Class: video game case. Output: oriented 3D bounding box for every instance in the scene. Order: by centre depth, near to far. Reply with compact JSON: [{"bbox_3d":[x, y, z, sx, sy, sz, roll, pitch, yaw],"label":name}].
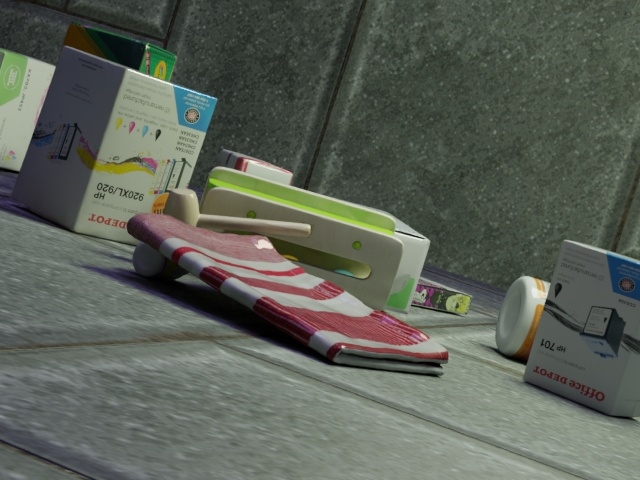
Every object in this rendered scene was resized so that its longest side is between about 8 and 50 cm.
[{"bbox_3d":[0.118,0.070,2.530,0.232,0.041,0.210,20,4,40],"label":"video game case"}]

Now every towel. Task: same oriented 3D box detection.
[{"bbox_3d":[-0.034,0.058,1.615,0.329,0.037,0.237,30,10,35],"label":"towel"}]

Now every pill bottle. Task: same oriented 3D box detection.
[{"bbox_3d":[-0.184,0.024,1.696,0.043,0.043,0.083,19,3,24],"label":"pill bottle"},{"bbox_3d":[0.375,0.137,2.095,0.216,0.121,0.121,18,3,-10],"label":"pill bottle"}]

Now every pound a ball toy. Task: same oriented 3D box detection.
[{"bbox_3d":[-0.058,0.013,1.898,0.319,0.135,0.208,15,15,-7],"label":"pound a ball toy"}]

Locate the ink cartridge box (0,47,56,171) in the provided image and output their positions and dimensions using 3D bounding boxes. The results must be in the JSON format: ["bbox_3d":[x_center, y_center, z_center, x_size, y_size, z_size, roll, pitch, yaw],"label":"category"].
[{"bbox_3d":[-0.544,-0.232,2.628,0.119,0.207,0.353,17,3,22],"label":"ink cartridge box"}]

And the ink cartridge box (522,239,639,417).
[{"bbox_3d":[0.353,0.110,1.802,0.140,0.190,0.082,20,5,40],"label":"ink cartridge box"}]

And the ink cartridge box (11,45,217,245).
[{"bbox_3d":[-0.288,-0.126,2.004,0.171,0.232,0.168,15,6,-44],"label":"ink cartridge box"}]

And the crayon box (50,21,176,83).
[{"bbox_3d":[-0.345,-0.181,2.216,0.165,0.278,0.081,19,3,32],"label":"crayon box"}]

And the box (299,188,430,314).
[{"bbox_3d":[0.000,0.000,2.157,0.262,0.126,0.231,14,8,-17],"label":"box"}]

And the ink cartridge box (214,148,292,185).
[{"bbox_3d":[-0.127,-0.058,2.356,0.092,0.158,0.218,15,4,-17],"label":"ink cartridge box"}]
